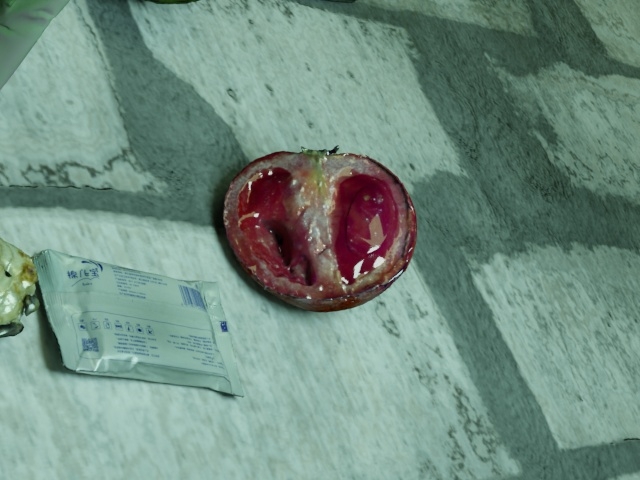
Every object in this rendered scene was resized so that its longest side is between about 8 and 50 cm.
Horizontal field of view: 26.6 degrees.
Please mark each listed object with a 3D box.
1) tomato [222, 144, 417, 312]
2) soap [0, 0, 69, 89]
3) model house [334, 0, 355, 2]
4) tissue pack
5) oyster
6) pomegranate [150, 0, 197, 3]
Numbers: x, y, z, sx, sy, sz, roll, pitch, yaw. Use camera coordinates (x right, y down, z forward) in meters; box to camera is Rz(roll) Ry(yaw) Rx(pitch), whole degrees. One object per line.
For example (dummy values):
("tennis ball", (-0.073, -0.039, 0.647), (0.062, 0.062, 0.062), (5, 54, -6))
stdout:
("tomato", (0.000, 0.000, 1.346), (0.189, 0.099, 0.173), (1, 62, 2))
("soap", (-0.295, -0.260, 1.192), (0.138, 0.182, 0.199), (27, 40, -26))
("model house", (0.030, -0.461, 1.670), (0.218, 0.278, 0.205), (-9, 62, -53))
("tissue pack", (-0.152, 0.070, 1.161), (0.193, 0.026, 0.123), (14, 46, -40))
("oyster", (-0.292, 0.010, 1.025), (0.163, 0.081, 0.191), (56, 38, 4))
("pomegranate", (-0.195, -0.359, 1.406), (0.285, 0.231, 0.231), (10, 43, -4))
